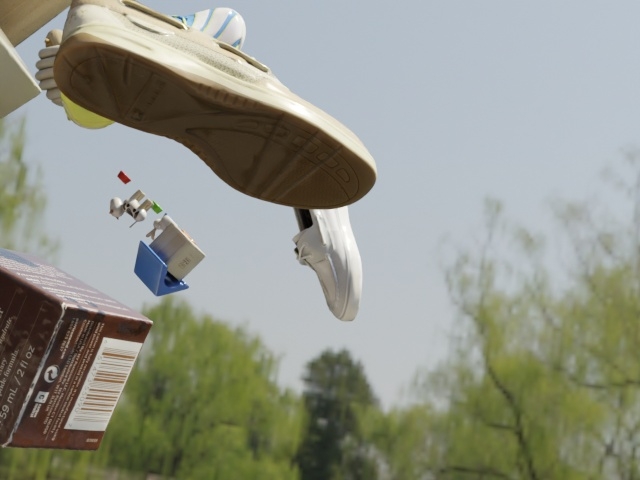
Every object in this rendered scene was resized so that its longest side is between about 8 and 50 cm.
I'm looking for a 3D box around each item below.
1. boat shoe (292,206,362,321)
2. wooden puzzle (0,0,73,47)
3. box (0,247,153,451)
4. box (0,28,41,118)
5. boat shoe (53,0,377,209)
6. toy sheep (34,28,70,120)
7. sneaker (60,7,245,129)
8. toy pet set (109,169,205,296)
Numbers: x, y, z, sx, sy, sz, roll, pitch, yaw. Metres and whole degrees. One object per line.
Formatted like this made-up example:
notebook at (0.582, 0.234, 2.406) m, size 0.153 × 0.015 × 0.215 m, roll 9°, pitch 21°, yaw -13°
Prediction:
boat shoe at (0.000, 0.000, 1.472) m, size 0.063 × 0.184 × 0.066 m, roll 0°, pitch -21°, yaw -21°
wooden puzzle at (-0.455, -0.390, 1.677) m, size 0.348 × 0.322 × 0.080 m, roll 51°, pitch 6°, yaw -30°
box at (-0.333, 0.116, 1.530) m, size 0.203 × 0.168 × 0.167 m, roll 25°, pitch 3°, yaw 29°
box at (-0.401, -0.221, 1.505) m, size 0.094 × 0.113 × 0.275 m, roll -34°, pitch -14°, yaw -5°
boat shoe at (-0.080, -0.122, 1.181) m, size 0.302 × 0.098 × 0.109 m, roll 23°, pitch -45°, yaw -23°
toy sheep at (-0.365, -0.236, 1.969) m, size 0.091 × 0.132 × 0.091 m, roll -14°, pitch 6°, yaw 1°
sneaker at (-0.193, -0.221, 1.588) m, size 0.091 × 0.240 × 0.126 m, roll 48°, pitch -17°, yaw 27°
toy pet set at (-0.174, 0.005, 1.428) m, size 0.114 × 0.065 × 0.122 m, roll 44°, pitch -2°, yaw 32°
